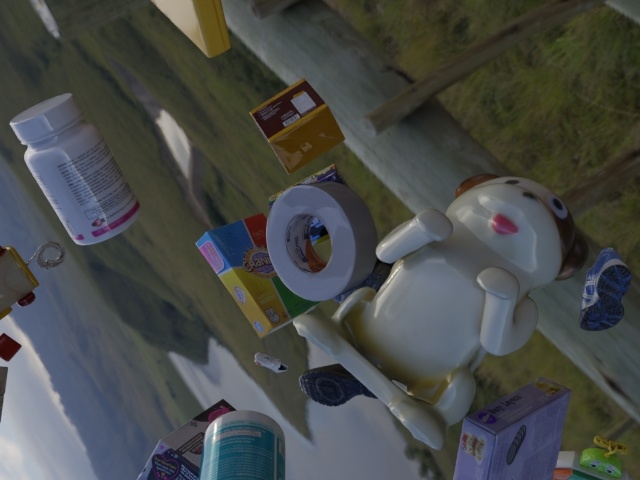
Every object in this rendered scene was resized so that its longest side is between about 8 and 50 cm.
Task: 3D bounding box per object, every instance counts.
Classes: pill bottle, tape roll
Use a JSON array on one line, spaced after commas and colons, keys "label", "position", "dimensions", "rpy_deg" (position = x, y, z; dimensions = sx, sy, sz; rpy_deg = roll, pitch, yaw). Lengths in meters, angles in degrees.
[{"label": "pill bottle", "position": [-0.502, -0.146, 1.446], "dimensions": [0.160, 0.160, 0.283], "rpy_deg": [29, 147, 57]}, {"label": "tape roll", "position": [0.000, 0.000, 1.315], "dimensions": [0.219, 0.072, 0.219], "rpy_deg": [12, 109, 39]}, {"label": "pill bottle", "position": [-0.130, 0.417, 1.144], "dimensions": [0.264, 0.146, 0.146], "rpy_deg": [-94, -15, -59]}]

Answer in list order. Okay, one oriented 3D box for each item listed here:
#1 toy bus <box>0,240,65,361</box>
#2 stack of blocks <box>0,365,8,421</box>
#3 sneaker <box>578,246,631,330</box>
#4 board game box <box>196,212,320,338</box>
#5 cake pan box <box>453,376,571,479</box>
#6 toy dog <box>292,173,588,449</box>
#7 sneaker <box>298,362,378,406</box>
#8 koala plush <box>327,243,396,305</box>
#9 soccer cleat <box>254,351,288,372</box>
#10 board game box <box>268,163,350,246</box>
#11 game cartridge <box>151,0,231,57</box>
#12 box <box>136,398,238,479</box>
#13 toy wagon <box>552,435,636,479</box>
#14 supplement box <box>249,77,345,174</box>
[{"label": "toy bus", "position": [-0.508, 0.071, 1.026], "dimensions": [0.202, 0.190, 0.104], "rpy_deg": [14, -179, -45]}, {"label": "stack of blocks", "position": [-0.626, 0.239, 1.098], "dimensions": [0.171, 0.297, 0.087], "rpy_deg": [24, -116, -56]}, {"label": "sneaker", "position": [0.576, 0.105, 1.424], "dimensions": [0.081, 0.080, 0.211], "rpy_deg": [-83, -3, -46]}, {"label": "board game box", "position": [-0.163, 0.089, 1.943], "dimensions": [0.316, 0.242, 0.064], "rpy_deg": [54, 127, 9]}, {"label": "cake pan box", "position": [0.315, 0.387, 1.175], "dimensions": [0.070, 0.246, 0.266], "rpy_deg": [22, 115, 44]}, {"label": "toy dog", "position": [0.233, 0.085, 1.098], "dimensions": [0.284, 0.408, 0.395], "rpy_deg": [41, -177, 32]}, {"label": "sneaker", "position": [0.084, 0.376, 1.918], "dimensions": [0.130, 0.287, 0.109], "rpy_deg": [-58, -38, -68]}, {"label": "koala plush", "position": [0.121, 0.136, 1.521], "dimensions": [0.203, 0.196, 0.221], "rpy_deg": [18, -145, -47]}, {"label": "soccer cleat", "position": [-0.098, 0.243, 1.401], "dimensions": [0.036, 0.029, 0.083], "rpy_deg": [-6, 147, 36]}, {"label": "board game box", "position": [-0.007, -0.070, 1.549], "dimensions": [0.141, 0.170, 0.048], "rpy_deg": [55, -163, -30]}, {"label": "game cartridge", "position": [-0.238, -0.442, 0.942], "dimensions": [0.323, 0.053, 0.285], "rpy_deg": [47, 160, 30]}, {"label": "box", "position": [-0.228, 0.452, 1.419], "dimensions": [0.163, 0.142, 0.247], "rpy_deg": [35, -163, 14]}, {"label": "toy wagon", "position": [0.583, 0.534, 1.550], "dimensions": [0.267, 0.068, 0.344], "rpy_deg": [18, 144, 13]}, {"label": "supplement box", "position": [-0.069, -0.327, 1.994], "dimensions": [0.129, 0.191, 0.194], "rpy_deg": [57, 180, -42]}]
